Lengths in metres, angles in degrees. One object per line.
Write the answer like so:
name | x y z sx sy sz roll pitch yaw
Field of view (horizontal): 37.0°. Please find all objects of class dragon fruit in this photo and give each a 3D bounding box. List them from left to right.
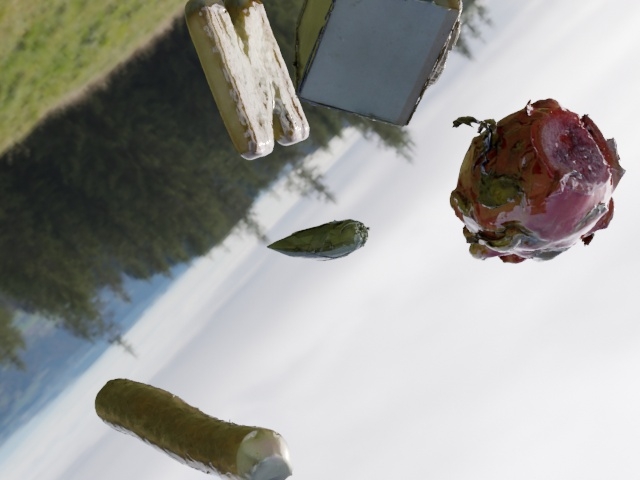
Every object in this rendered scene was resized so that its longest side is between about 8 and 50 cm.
dragon fruit | 0.328 -0.080 1.566 0.269 0.250 0.291 -17 166 -32

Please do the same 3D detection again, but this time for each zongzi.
zongzi | 0.000 0.000 1.369 0.119 0.055 0.109 -2 169 -36

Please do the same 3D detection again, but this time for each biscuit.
biscuit | -0.127 -0.292 1.675 0.062 0.290 0.237 -18 -171 28

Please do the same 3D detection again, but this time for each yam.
yam | -0.160 0.222 1.126 0.357 0.081 0.081 3 -135 52

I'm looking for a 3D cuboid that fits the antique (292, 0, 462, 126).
antique | 0.059 -0.222 0.979 0.152 0.148 0.146 -93 -158 -48
